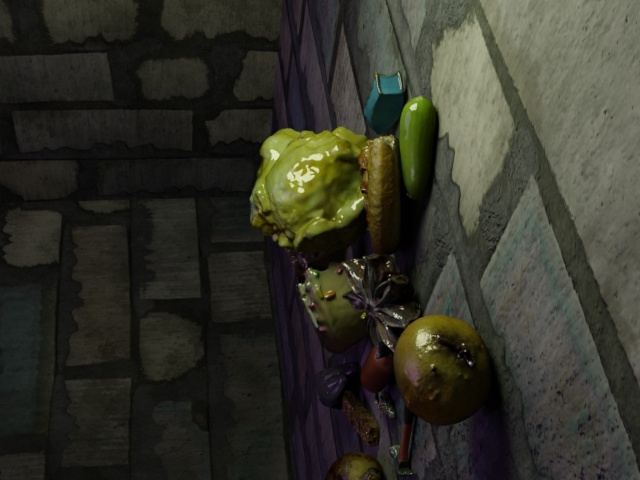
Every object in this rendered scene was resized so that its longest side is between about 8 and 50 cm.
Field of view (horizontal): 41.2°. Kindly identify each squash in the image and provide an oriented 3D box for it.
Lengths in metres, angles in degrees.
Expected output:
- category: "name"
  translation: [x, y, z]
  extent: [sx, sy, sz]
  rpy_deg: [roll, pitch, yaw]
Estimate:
- category: "squash"
  translation: [0.179, -0.170, 1.581]
  extent: [0.066, 0.066, 0.201]
  rpy_deg: [-110, 18, -61]

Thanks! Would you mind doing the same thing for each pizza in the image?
- category: "pizza"
  translation: [0.124, -0.081, 1.700]
  extent: [0.268, 0.087, 0.257]
  rpy_deg: [-69, -26, -83]

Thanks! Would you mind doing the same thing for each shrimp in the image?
- category: "shrimp"
  translation: [0.145, 0.372, 1.939]
  extent: [0.092, 0.038, 0.029]
  rpy_deg: [-108, 20, -57]

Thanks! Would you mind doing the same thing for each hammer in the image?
- category: "hammer"
  translation: [0.180, 0.370, 1.758]
  extent: [0.111, 0.033, 0.287]
  rpy_deg: [-108, 19, -60]

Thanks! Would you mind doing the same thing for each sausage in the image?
- category: "sausage"
  translation: [0.134, 0.282, 1.897]
  extent: [0.194, 0.077, 0.077]
  rpy_deg: [110, 156, -58]

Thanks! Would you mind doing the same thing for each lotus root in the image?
- category: "lotus root"
  translation: [0.084, 0.592, 2.032]
  extent: [0.314, 0.142, 0.169]
  rpy_deg: [107, 155, -59]

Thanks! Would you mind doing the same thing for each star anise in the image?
- category: "star anise"
  translation: [0.137, 0.126, 1.755]
  extent: [0.223, 0.109, 0.236]
  rpy_deg: [66, 156, -4]

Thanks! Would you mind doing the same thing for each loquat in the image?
- category: "loquat"
  translation: [0.191, 0.205, 1.337]
  extent: [0.204, 0.150, 0.172]
  rpy_deg: [83, 176, -62]

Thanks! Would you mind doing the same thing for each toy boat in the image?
- category: "toy boat"
  translation: [0.129, -0.293, 1.797]
  extent: [0.185, 0.075, 0.077]
  rpy_deg: [99, 163, -63]

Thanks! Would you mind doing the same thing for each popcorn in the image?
- category: "popcorn"
  translation: [0.005, -0.112, 1.939]
  extent: [0.312, 0.312, 0.312]
  rpy_deg: [178, 90, -80]

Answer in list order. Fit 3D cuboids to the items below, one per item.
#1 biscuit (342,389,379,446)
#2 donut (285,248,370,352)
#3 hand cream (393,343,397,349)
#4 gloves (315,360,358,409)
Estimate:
- category: "biscuit"
  translation: [0.100, 0.451, 2.162]
  extent: [0.199, 0.035, 0.064]
  rpy_deg: [-133, 41, -64]
- category: "donut"
  translation: [0.022, 0.119, 2.090]
  extent: [0.371, 0.150, 0.307]
  rpy_deg: [-114, 3, -62]
- category: "hand cream"
  translation: [0.189, 0.267, 1.631]
  extent: [0.163, 0.039, 0.062]
  rpy_deg: [65, 164, 4]
- category: "gloves"
  translation: [0.049, 0.415, 2.364]
  extent: [0.142, 0.119, 0.285]
  rpy_deg: [52, 155, 14]
